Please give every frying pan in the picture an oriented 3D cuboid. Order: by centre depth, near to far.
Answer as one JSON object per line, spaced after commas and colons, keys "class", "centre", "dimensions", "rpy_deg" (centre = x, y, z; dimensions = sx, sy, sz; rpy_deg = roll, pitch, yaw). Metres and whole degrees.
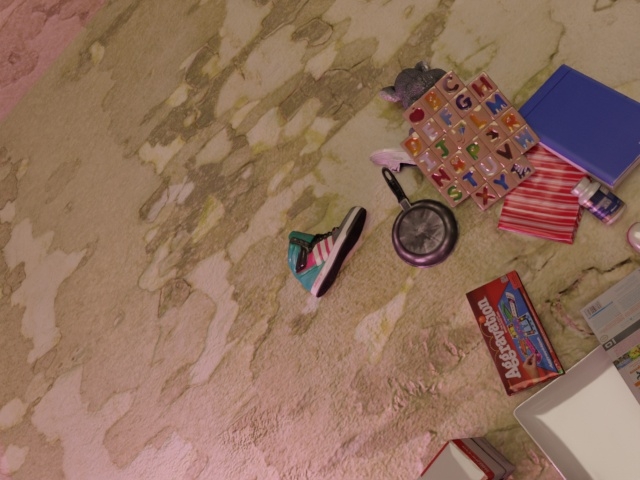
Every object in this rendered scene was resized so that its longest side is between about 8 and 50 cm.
{"class": "frying pan", "centre": [0.280, -0.084, 1.698], "dimensions": [0.197, 0.053, 0.326], "rpy_deg": [-14, 75, 24]}

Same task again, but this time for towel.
{"class": "towel", "centre": [0.589, -0.143, 1.555], "dimensions": [0.198, 0.031, 0.275], "rpy_deg": [15, 86, 31]}

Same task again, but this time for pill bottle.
{"class": "pill bottle", "centre": [0.672, -0.099, 1.460], "dimensions": [0.120, 0.067, 0.067], "rpy_deg": [41, 99, 9]}

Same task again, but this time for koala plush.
{"class": "koala plush", "centre": [0.281, -0.421, 1.705], "dimensions": [0.196, 0.203, 0.221], "rpy_deg": [-37, 44, 4]}

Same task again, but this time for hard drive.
{"class": "hard drive", "centre": [0.669, -0.293, 1.510], "dimensions": [0.210, 0.040, 0.318], "rpy_deg": [-46, 56, 1]}

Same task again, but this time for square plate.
{"class": "square plate", "centre": [0.682, 0.431, 1.361], "dimensions": [0.344, 0.049, 0.347], "rpy_deg": [-43, 63, 14]}

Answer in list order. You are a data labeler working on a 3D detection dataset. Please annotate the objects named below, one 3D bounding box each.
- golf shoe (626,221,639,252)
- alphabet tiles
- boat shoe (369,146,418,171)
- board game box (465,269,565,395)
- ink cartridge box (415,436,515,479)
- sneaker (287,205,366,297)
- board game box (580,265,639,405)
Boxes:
{"class": "golf shoe", "centre": [0.839, 0.016, 1.324], "dimensions": [0.306, 0.140, 0.115], "rpy_deg": [21, 90, 31]}
{"class": "alphabet tiles", "centre": [0.386, -0.258, 1.577], "dimensions": [0.285, 0.011, 0.342], "rpy_deg": [-40, 93, 26]}
{"class": "boat shoe", "centre": [0.228, -0.231, 1.752], "dimensions": [0.184, 0.066, 0.063], "rpy_deg": [2, 78, 18]}
{"class": "board game box", "centre": [0.479, 0.228, 1.501], "dimensions": [0.145, 0.027, 0.281], "rpy_deg": [-30, 57, 22]}
{"class": "ink cartridge box", "centre": [0.320, 0.566, 1.389], "dimensions": [0.114, 0.273, 0.197], "rpy_deg": [41, 98, 32]}
{"class": "sneaker", "centre": [0.000, 0.000, 1.786], "dimensions": [0.178, 0.124, 0.296], "rpy_deg": [32, 95, 20]}
{"class": "board game box", "centre": [0.720, 0.206, 1.245], "dimensions": [0.224, 0.097, 0.303], "rpy_deg": [-47, 35, 28]}
